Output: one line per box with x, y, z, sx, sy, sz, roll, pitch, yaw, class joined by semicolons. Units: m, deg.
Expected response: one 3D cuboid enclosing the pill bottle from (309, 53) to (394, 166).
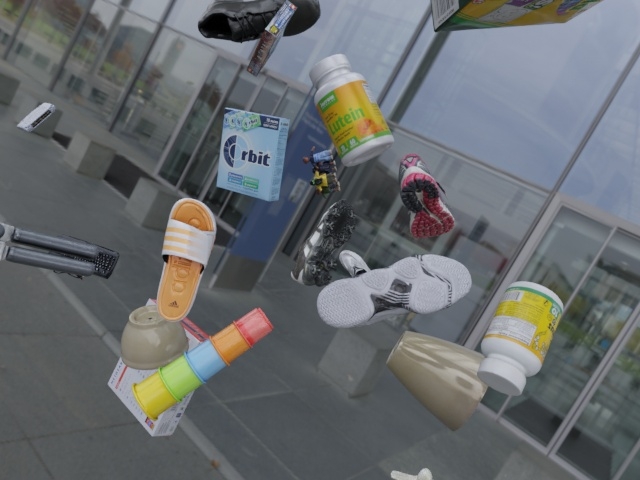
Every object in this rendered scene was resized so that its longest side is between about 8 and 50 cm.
0.067;-0.317;1.226;0.245;0.137;0.136;65;11;4;pill bottle

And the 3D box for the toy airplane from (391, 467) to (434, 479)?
0.126;0.562;0.841;0.273;0.384;0.386;36;-15;20;toy airplane

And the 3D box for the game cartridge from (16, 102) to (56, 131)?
-0.631;-0.273;1.121;0.056;0.083;0.017;21;-27;35;game cartridge

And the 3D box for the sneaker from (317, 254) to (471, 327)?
0.172;0.128;1.249;0.367;0.137;0.210;-13;-8;-1;sneaker

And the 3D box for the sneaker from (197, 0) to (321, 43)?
-0.140;-0.489;1.129;0.287;0.108;0.130;-1;38;18;sneaker

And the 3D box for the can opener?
-0.578;0.011;0.982;0.281;0.074;0.093;20;-21;-37;can opener

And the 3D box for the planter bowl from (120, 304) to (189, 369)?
-0.411;0.226;1.240;0.162;0.109;0.162;0;23;0;planter bowl

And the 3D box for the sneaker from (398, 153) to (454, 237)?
0.281;-0.107;1.340;0.299;0.121;0.111;61;20;-52;sneaker

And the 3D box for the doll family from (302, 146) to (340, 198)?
0.001;-0.255;1.893;0.112;0.192;0.076;-11;-5;15;doll family

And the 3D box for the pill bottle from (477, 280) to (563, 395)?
0.394;0.196;1.009;0.118;0.208;0.117;28;-25;14;pill bottle

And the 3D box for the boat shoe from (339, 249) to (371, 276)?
0.128;0.104;1.693;0.184;0.066;0.063;53;8;16;boat shoe

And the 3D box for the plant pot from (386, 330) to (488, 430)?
0.356;0.409;1.589;0.274;0.256;0.256;31;6;9;plant pot

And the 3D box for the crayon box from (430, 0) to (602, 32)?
0.416;-0.492;0.894;0.314;0.105;0.363;-8;3;-12;crayon box

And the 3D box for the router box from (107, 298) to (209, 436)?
-0.522;0.405;1.649;0.301;0.335;0.082;29;3;36;router box

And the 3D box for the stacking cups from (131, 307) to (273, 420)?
-0.249;0.264;1.115;0.096;0.316;0.096;52;-15;20;stacking cups

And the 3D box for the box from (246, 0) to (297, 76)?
-0.100;-0.404;1.019;0.027;0.093;0.137;33;-26;-11;box

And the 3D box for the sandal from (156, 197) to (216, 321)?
-0.279;0.045;1.047;0.102;0.264;0.076;10;1;-13;sandal

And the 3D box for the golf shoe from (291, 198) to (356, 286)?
0.000;0.000;0.997;0.094;0.198;0.077;-8;-46;49;golf shoe

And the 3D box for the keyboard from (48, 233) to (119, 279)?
-0.610;0.048;1.274;0.192;0.100;0.038;15;-11;15;keyboard

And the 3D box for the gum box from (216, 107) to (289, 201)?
-0.156;-0.196;1.147;0.157;0.184;0.041;18;16;27;gum box
